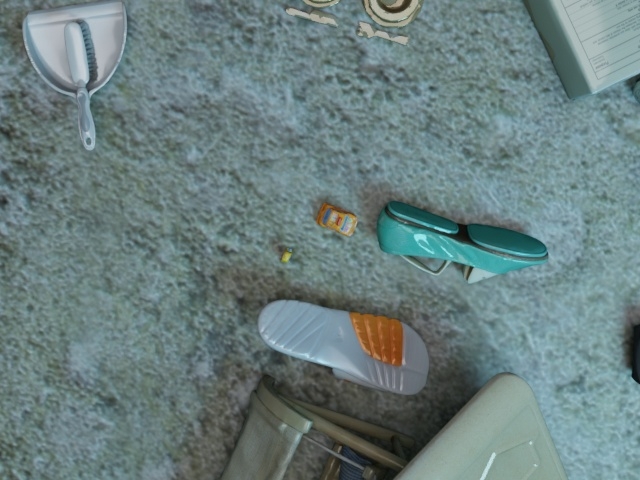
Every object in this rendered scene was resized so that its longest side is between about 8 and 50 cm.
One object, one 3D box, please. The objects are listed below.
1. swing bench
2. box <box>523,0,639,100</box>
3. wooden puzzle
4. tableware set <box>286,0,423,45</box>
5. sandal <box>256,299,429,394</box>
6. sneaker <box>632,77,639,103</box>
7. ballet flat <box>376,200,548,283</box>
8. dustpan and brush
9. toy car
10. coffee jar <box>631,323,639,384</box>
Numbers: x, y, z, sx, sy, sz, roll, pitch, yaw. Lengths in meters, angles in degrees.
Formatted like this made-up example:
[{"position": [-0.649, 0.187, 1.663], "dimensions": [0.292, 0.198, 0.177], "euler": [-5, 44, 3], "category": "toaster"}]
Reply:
[{"position": [-0.023, 0.363, 1.334], "dimensions": [0.255, 0.165, 0.253], "euler": [23, 95, -3], "category": "swing bench"}, {"position": [0.357, -0.364, 1.315], "dimensions": [0.148, 0.121, 0.311], "euler": [-25, 94, 0], "category": "box"}, {"position": [0.195, 0.381, 1.282], "dimensions": [0.322, 0.080, 0.348], "euler": [-42, 126, -17], "category": "wooden puzzle"}, {"position": [0.053, -0.360, 1.349], "dimensions": [0.194, 0.039, 0.128], "euler": [14, 93, -2], "category": "tableware set"}, {"position": [0.030, 0.146, 1.364], "dimensions": [0.265, 0.076, 0.102], "euler": [20, 71, -14], "category": "sandal"}, {"position": [0.562, -0.235, 1.362], "dimensions": [0.222, 0.083, 0.118], "euler": [10, 75, 5], "category": "sneaker"}, {"position": [0.197, 0.013, 1.368], "dimensions": [0.247, 0.083, 0.087], "euler": [15, 118, -2], "category": "ballet flat"}, {"position": [-0.335, -0.230, 1.338], "dimensions": [0.147, 0.060, 0.211], "euler": [-9, 94, -1], "category": "dustpan and brush"}, {"position": [0.000, 0.000, 1.372], "dimensions": [0.060, 0.040, 0.122], "euler": [40, 92, -4], "category": "toy car"}, {"position": [0.544, 0.166, 1.377], "dimensions": [0.184, 0.079, 0.096], "euler": [1, 96, -2], "category": "coffee jar"}]
